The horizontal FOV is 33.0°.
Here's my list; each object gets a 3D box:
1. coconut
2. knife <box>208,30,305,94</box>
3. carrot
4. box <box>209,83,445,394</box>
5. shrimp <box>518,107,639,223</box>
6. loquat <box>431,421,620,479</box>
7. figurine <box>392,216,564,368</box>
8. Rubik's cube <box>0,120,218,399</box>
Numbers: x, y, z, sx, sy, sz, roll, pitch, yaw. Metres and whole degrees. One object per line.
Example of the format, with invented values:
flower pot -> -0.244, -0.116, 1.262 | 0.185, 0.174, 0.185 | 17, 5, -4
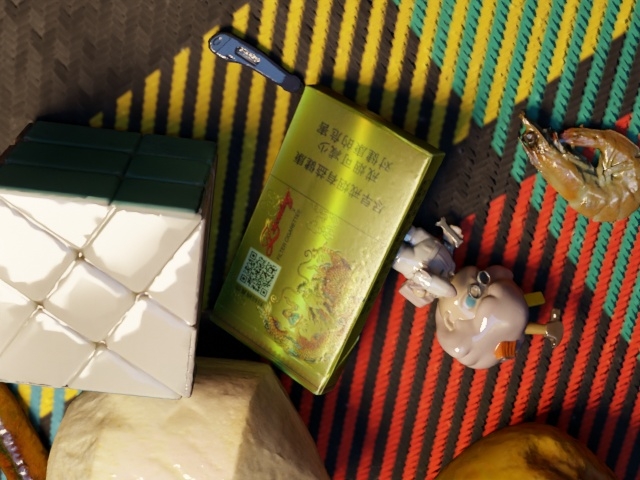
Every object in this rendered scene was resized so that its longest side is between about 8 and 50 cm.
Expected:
coconut -> -0.136, 0.268, 1.241 | 0.329, 0.329, 0.329 | 0, 112, 1
knife -> -0.069, -0.194, 1.197 | 0.121, 0.018, 0.031 | 31, 102, -11
carrot -> -0.399, 0.227, 1.352 | 0.066, 0.066, 0.314 | -21, 106, 9
box -> 0.000, 0.000, 1.217 | 0.173, 0.043, 0.311 | 32, 111, 23
shrimp -> 0.294, -0.091, 1.217 | 0.180, 0.041, 0.099 | 36, 107, -11
loquat -> 0.229, 0.359, 1.286 | 0.284, 0.276, 0.276 | -28, 110, 33
figurine -> 0.166, 0.070, 1.246 | 0.229, 0.137, 0.112 | 39, 139, -9
Rubik's cube -> -0.235, 0.015, 1.172 | 0.231, 0.224, 0.221 | 7, 113, -3
